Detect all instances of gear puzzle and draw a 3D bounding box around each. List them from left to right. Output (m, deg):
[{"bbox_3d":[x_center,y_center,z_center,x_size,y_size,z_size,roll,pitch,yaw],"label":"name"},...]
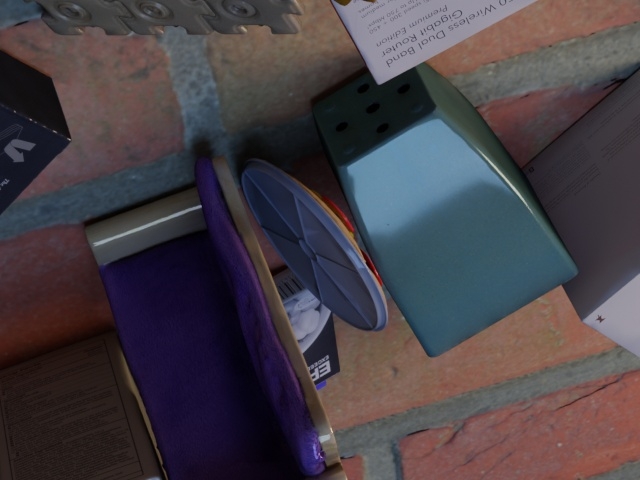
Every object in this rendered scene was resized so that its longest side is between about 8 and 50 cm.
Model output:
[{"bbox_3d":[-0.104,-0.219,1.398,0.339,0.044,0.175,3,155,27],"label":"gear puzzle"}]

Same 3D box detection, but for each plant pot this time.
[{"bbox_3d":[0.100,-0.047,1.704,0.165,0.165,0.234,-31,131,8],"label":"plant pot"}]

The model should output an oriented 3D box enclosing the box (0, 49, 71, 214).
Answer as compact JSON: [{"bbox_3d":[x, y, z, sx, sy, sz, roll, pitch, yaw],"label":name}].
[{"bbox_3d":[-0.322,-0.090,1.521,0.156,0.093,0.158,-43,133,20],"label":"box"}]

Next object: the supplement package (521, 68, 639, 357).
[{"bbox_3d":[0.329,-0.023,1.793,0.194,0.203,0.149,-42,134,19],"label":"supplement package"}]

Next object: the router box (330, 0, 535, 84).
[{"bbox_3d":[0.132,-0.308,1.418,0.335,0.082,0.301,-28,144,5],"label":"router box"}]

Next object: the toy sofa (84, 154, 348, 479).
[{"bbox_3d":[-0.095,0.109,1.624,0.150,0.362,0.177,-21,144,-3],"label":"toy sofa"}]

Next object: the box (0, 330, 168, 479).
[{"bbox_3d":[-0.220,0.217,1.700,0.148,0.311,0.121,-20,115,-4],"label":"box"}]

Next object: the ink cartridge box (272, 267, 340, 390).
[{"bbox_3d":[-0.077,0.142,1.865,0.206,0.045,0.208,-28,140,-18],"label":"ink cartridge box"}]

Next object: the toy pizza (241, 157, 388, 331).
[{"bbox_3d":[0.000,0.000,1.687,0.032,0.201,0.201,-39,140,-16],"label":"toy pizza"}]
